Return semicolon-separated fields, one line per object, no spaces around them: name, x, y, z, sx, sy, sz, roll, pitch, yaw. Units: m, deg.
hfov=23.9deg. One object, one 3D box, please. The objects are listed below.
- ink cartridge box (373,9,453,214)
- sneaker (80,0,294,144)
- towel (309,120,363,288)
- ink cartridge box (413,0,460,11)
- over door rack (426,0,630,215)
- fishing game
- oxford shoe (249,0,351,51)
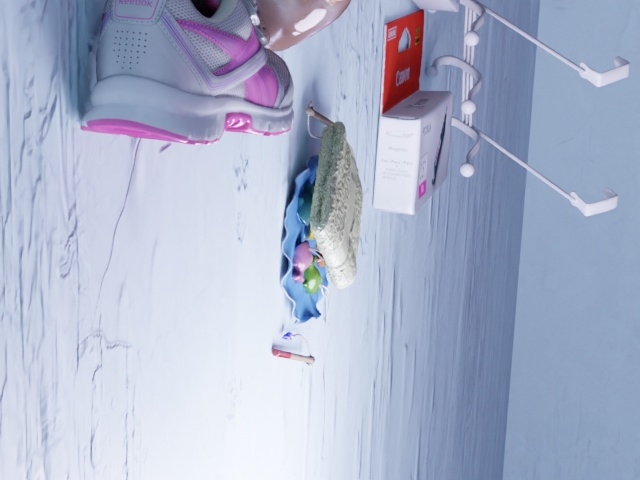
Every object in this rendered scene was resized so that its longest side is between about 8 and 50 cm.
ink cartridge box;0.131;-0.178;2.019;0.275;0.060;0.239;-42;138;-71
sneaker;-0.077;-0.129;1.028;0.252;0.103;0.111;-31;128;-75
towel;0.019;-0.037;1.527;0.110;0.027;0.148;68;24;-47
ink cartridge box;0.136;-0.402;1.924;0.333;0.065;0.165;16;81;-78
over door rack;0.271;-0.190;2.131;0.108;0.324;0.239;-32;136;-33
fishing game;0.000;0.000;1.573;0.189;0.041;0.264;31;66;-73
oxford shoe;-0.016;-0.317;1.259;0.133;0.130;0.363;-49;-154;48
